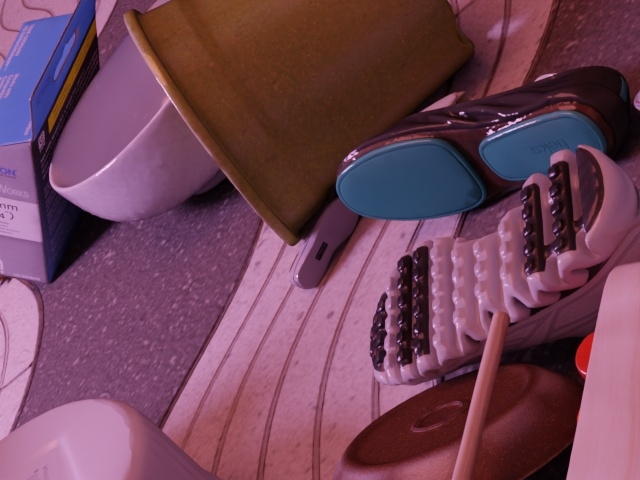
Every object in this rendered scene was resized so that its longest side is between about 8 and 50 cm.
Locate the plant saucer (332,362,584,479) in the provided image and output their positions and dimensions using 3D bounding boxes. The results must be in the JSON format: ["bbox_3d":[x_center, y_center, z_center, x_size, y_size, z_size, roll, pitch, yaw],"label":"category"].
[{"bbox_3d":[0.086,0.131,1.095,0.199,0.036,0.198,-26,9,4],"label":"plant saucer"}]

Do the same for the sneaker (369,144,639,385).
[{"bbox_3d":[0.140,0.041,1.153,0.292,0.118,0.110,-33,45,49],"label":"sneaker"}]

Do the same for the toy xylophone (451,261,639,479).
[{"bbox_3d":[0.191,0.120,0.943,0.236,0.081,0.322,-5,47,40],"label":"toy xylophone"}]

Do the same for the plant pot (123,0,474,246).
[{"bbox_3d":[-0.003,-0.177,1.555,0.254,0.276,0.276,-35,26,4],"label":"plant pot"}]

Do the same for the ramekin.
[{"bbox_3d":[-0.207,0.259,1.330,0.277,0.135,0.277,-27,30,17],"label":"ramekin"}]

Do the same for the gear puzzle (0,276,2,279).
[{"bbox_3d":[-0.519,0.067,2.292,0.339,0.044,0.175,-23,36,45],"label":"gear puzzle"}]

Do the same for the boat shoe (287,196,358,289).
[{"bbox_3d":[0.000,0.000,1.530,0.035,0.035,0.100,11,71,59],"label":"boat shoe"}]

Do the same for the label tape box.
[{"bbox_3d":[-0.353,-0.145,2.018,0.333,0.106,0.240,95,-171,-49],"label":"label tape box"}]

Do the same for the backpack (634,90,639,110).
[{"bbox_3d":[0.304,-0.089,1.018,0.166,0.144,0.188,-49,27,-9],"label":"backpack"}]

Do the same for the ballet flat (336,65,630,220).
[{"bbox_3d":[0.140,-0.082,1.355,0.280,0.095,0.096,-11,35,40],"label":"ballet flat"}]

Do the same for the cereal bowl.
[{"bbox_3d":[-0.155,-0.154,1.866,0.339,0.141,0.339,-41,24,24],"label":"cereal bowl"}]
